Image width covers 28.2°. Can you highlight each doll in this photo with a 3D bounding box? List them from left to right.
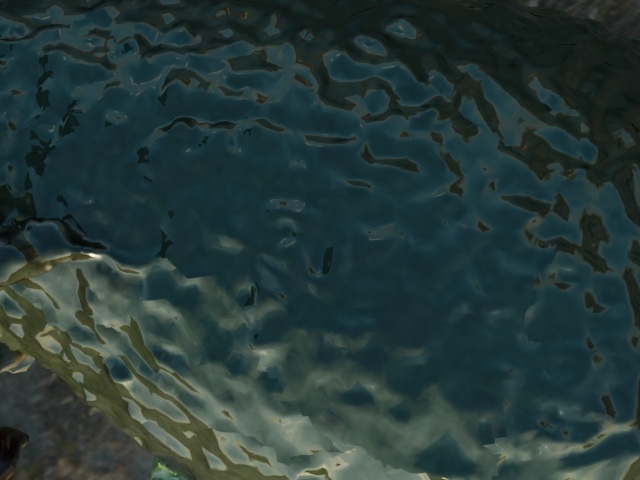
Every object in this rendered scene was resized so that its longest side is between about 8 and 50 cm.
[{"bbox_3d":[0.000,0.000,0.510,0.349,0.247,0.247,19,113,3],"label":"doll"}]

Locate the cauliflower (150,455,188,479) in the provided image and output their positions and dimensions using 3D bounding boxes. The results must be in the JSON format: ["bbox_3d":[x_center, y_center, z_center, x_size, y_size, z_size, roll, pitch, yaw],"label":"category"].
[{"bbox_3d":[-0.038,0.106,1.018,0.272,0.275,0.250,29,84,-11],"label":"cauliflower"}]

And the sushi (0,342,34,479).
[{"bbox_3d":[-0.345,0.066,0.657,0.417,0.417,0.176,26,146,22],"label":"sushi"}]
